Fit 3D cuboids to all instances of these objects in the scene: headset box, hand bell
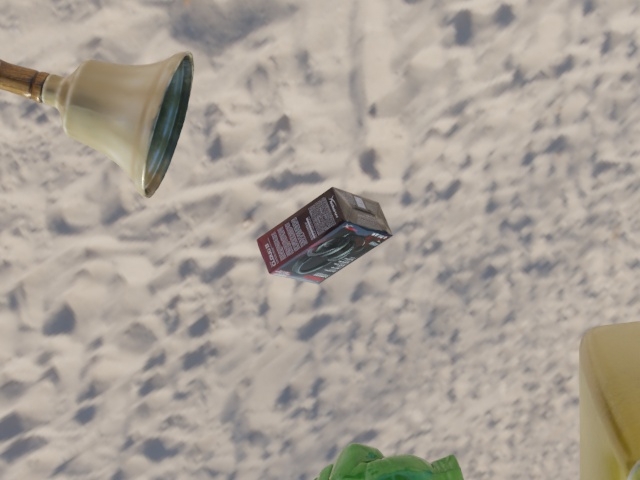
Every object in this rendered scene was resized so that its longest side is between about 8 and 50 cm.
[{"bbox_3d":[0.000,0.000,0.759,0.083,0.032,0.062,-35,152,25],"label":"headset box"},{"bbox_3d":[-0.238,-0.131,0.861,0.126,0.242,0.126,18,90,-89],"label":"hand bell"}]

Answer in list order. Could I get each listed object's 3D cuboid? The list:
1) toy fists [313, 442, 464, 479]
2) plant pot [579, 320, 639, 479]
[{"bbox_3d":[0.049,0.282,0.974,0.142,0.096,0.279,-6,140,-6],"label":"toy fists"},{"bbox_3d":[0.240,0.142,0.570,0.212,0.187,0.212,-7,112,-1],"label":"plant pot"}]
